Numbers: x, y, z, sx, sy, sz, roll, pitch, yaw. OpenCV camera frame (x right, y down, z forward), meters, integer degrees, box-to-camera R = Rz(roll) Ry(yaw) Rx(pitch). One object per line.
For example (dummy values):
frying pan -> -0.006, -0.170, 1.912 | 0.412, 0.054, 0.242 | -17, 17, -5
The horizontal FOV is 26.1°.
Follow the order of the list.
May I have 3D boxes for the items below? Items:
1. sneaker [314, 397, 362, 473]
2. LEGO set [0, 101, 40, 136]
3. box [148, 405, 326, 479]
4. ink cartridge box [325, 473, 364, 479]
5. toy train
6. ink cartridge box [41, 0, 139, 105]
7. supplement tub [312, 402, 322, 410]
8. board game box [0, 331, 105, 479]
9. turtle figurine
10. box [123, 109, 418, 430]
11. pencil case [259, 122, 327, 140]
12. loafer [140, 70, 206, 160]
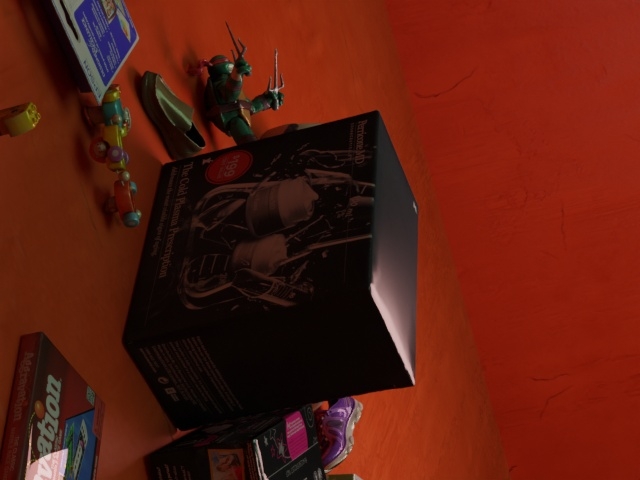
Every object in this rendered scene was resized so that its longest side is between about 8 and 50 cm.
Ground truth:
sneaker -> 0.014, 0.316, 2.272 | 0.071, 0.068, 0.170 | 37, 38, -15
LEGO set -> -0.322, -0.114, 1.287 | 0.227, 0.093, 0.087 | -82, 155, -53
box -> -0.093, 0.307, 1.702 | 0.247, 0.142, 0.163 | -13, 92, -74
ink cartridge box -> 0.040, 0.437, 2.215 | 0.209, 0.062, 0.109 | 49, 40, -60
toy train -> -0.250, -0.103, 1.649 | 0.125, 0.046, 0.166 | 84, -3, -60
ink cartridge box -> -0.291, -0.285, 1.627 | 0.208, 0.045, 0.206 | -79, 152, -60
supplement tub -> -0.046, 0.153, 2.041 | 0.117, 0.117, 0.190 | 61, 22, -46
board game box -> -0.265, 0.243, 1.344 | 0.145, 0.027, 0.281 | 60, 23, -47
turtle figurine -> -0.114, -0.201, 2.070 | 0.175, 0.118, 0.234 | -4, 77, -70
box -> -0.049, 0.033, 1.747 | 0.343, 0.312, 0.179 | -86, 158, -48
pencil case -> 0.000, 0.000, 2.250 | 0.183, 0.160, 0.410 | 87, -5, -74
loafer -> -0.198, -0.172, 1.869 | 0.056, 0.050, 0.148 | -87, 159, -44
